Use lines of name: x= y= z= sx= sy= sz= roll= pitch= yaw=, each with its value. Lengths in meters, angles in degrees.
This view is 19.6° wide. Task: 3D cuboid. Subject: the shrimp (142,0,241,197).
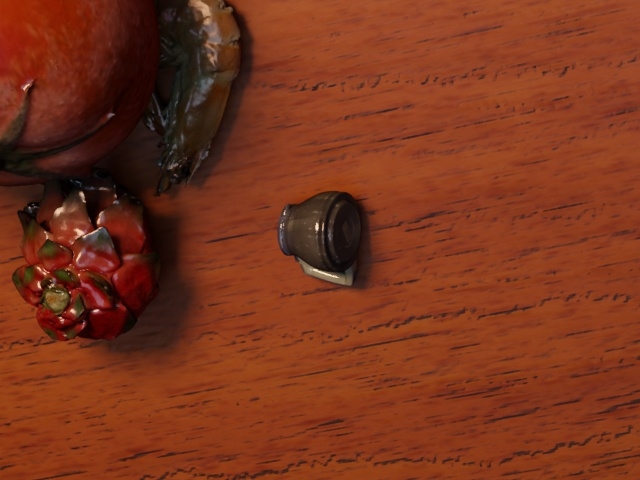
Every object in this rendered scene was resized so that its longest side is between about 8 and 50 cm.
shrimp: x=-0.119 y=-0.119 z=1.499 sx=0.099 sy=0.041 sz=0.180 roll=14 pitch=110 yaw=7

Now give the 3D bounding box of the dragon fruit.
dragon fruit: x=-0.193 y=0.014 z=1.517 sx=0.130 sy=0.121 sz=0.142 roll=12 pitch=85 yaw=0

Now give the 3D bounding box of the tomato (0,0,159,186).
tomato: x=-0.256 y=-0.163 z=1.401 sx=0.265 sy=0.265 sz=0.265 roll=3 pitch=108 yaw=10

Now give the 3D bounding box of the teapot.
teapot: x=0.000 y=0.000 z=1.509 sx=0.057 sy=0.066 sz=0.088 roll=4 pitch=133 yaw=30
